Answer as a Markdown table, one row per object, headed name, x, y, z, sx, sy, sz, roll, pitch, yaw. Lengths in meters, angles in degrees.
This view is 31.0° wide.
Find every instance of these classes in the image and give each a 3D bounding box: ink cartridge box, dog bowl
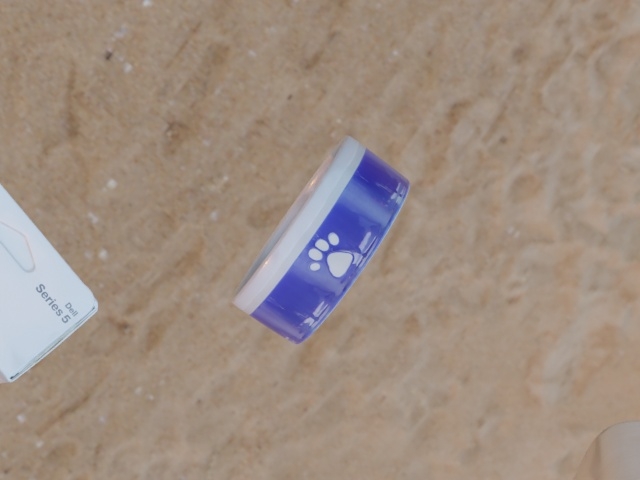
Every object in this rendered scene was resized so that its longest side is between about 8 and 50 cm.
| name | x | y | z | sx | sy | sz | roll | pitch | yaw |
| --- | --- | --- | --- | --- | --- | --- | --- | --- | --- |
| ink cartridge box | -0.352 | 0.037 | 1.162 | 0.115 | 0.198 | 0.273 | -42 | -171 | -22 |
| dog bowl | 0.000 | 0.000 | 1.492 | 0.265 | 0.104 | 0.265 | -54 | -175 | 7 |

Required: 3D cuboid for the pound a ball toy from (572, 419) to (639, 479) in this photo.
| name | x | y | z | sx | sy | sz | roll | pitch | yaw |
| --- | --- | --- | --- | --- | --- | --- | --- | --- | --- |
| pound a ball toy | 0.237 | 0.202 | 0.592 | 0.319 | 0.208 | 0.135 | -57 | 168 | -73 |
